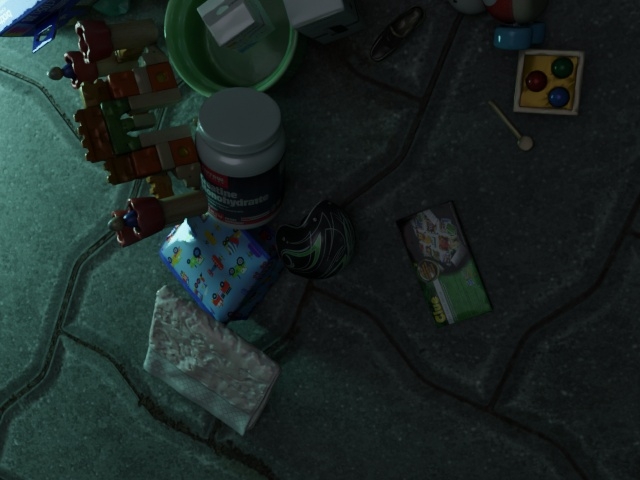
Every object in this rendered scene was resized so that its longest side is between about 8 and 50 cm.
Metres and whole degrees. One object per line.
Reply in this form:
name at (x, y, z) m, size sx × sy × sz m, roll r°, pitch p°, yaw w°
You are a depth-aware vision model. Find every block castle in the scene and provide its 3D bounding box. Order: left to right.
block castle at (-0.424, -0.221, 1.647) m, size 0.212 × 0.303 × 0.454 m, roll -17°, pitch 93°, yaw -24°

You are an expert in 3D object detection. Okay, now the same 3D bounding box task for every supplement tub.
supplement tub at (-0.169, -0.170, 1.647) m, size 0.191 × 0.191 × 0.272 m, roll 21°, pitch 146°, yaw 12°

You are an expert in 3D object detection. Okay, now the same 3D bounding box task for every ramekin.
ramekin at (-0.172, -0.455, 1.683) m, size 0.303 × 0.148 × 0.304 m, roll 2°, pitch 99°, yaw 15°

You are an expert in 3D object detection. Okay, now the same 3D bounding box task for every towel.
towel at (-0.265, 0.292, 1.801) m, size 0.331 × 0.053 × 0.317 m, roll 33°, pitch 136°, yaw 8°

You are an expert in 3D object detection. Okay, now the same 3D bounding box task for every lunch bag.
lunch bag at (-0.245, 0.022, 1.801) m, size 0.293 × 0.138 × 0.221 m, roll 42°, pitch 110°, yaw 15°

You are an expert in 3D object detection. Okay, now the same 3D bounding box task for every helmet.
helmet at (0.000, 0.000, 1.701) m, size 0.161 × 0.169 × 0.170 m, roll -13°, pitch 95°, yaw 33°

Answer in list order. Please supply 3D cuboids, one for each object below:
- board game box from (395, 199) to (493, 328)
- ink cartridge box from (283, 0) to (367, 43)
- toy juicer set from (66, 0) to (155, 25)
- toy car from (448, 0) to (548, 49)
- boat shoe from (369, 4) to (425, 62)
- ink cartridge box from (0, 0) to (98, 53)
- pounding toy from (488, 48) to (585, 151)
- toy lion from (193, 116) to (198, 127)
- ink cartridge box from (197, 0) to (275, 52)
board game box at (0.274, 0.054, 1.702) m, size 0.136 × 0.030 × 0.260 m, roll -20°, pitch 93°, yaw 15°
ink cartridge box at (-0.003, -0.523, 1.562) m, size 0.114 × 0.273 × 0.197 m, roll -16°, pitch 94°, yaw 14°
toy juicer set at (-0.503, -0.556, 1.804) m, size 0.329 × 0.089 × 0.209 m, roll 26°, pitch 122°, yaw 28°
toy car at (0.323, -0.503, 1.523) m, size 0.237 × 0.210 × 0.219 m, roll 11°, pitch 113°, yaw 27°
boat shoe at (0.159, -0.444, 1.644) m, size 0.056 × 0.049 × 0.152 m, roll 45°, pitch 107°, yaw 5°
ink cartridge box at (-0.652, -0.634, 1.743) m, size 0.270 × 0.151 × 0.396 m, roll -14°, pitch 96°, yaw 41°
pounding toy at (0.433, -0.283, 1.569) m, size 0.181 × 0.094 × 0.206 m, roll 6°, pitch 100°, yaw 15°
toy lion at (-0.235, -0.257, 1.797) m, size 0.100 × 0.034 × 0.096 m, roll -17°, pitch 101°, yaw 18°
ink cartridge box at (-0.169, -0.441, 1.530) m, size 0.092 × 0.143 × 0.090 m, roll -31°, pitch 89°, yaw 18°
